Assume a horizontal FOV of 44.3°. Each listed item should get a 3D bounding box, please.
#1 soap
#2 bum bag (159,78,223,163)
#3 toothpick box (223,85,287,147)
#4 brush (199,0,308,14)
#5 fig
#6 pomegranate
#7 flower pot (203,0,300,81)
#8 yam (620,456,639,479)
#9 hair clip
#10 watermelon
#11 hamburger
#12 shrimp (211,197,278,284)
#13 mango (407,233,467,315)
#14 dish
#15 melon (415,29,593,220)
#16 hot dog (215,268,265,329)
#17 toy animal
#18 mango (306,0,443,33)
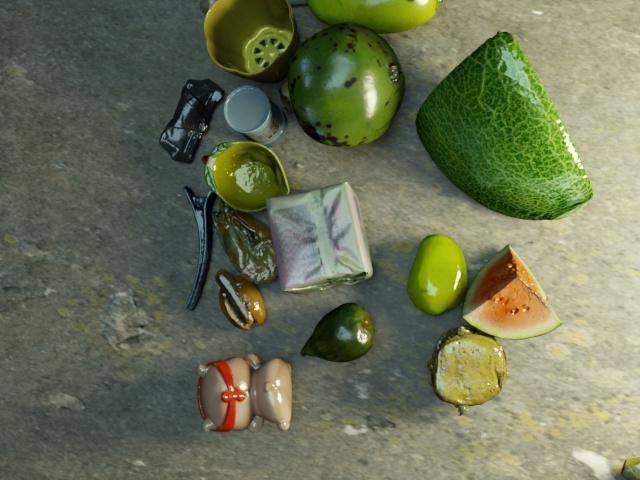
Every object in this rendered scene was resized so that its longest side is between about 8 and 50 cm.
[{"bbox_3d":[0.000,0.000,1.619,0.182,0.138,0.199,-13,82,9],"label":"soap"},{"bbox_3d":[-0.290,-0.270,1.750,0.087,0.049,0.197,25,90,-12],"label":"bum bag"},{"bbox_3d":[-0.135,-0.259,1.661,0.101,0.153,0.101,-1,85,12],"label":"toothpick box"},{"bbox_3d":[-0.125,-0.527,1.746,0.300,0.039,0.042,1,89,8],"label":"brush"},{"bbox_3d":[0.024,0.203,1.621,0.178,0.117,0.117,-25,81,19],"label":"fig"},{"bbox_3d":[0.036,-0.309,1.596,0.271,0.254,0.254,-14,83,22],"label":"pomegranate"},{"bbox_3d":[-0.126,-0.420,1.659,0.195,0.179,0.195,-1,86,13],"label":"flower pot"},{"bbox_3d":[0.644,0.456,1.487,0.146,0.070,0.069,36,93,13],"label":"yam"},{"bbox_3d":[-0.265,0.017,1.720,0.083,0.048,0.275,2,87,7],"label":"hair clip"},{"bbox_3d":[0.373,0.100,1.557,0.193,0.145,0.137,5,117,0],"label":"watermelon"},{"bbox_3d":[0.291,0.256,1.549,0.159,0.131,0.184,8,94,4],"label":"hamburger"},{"bbox_3d":[-0.157,-0.004,1.692,0.115,0.051,0.217,-31,79,-15],"label":"shrimp"},{"bbox_3d":[0.241,0.072,1.588,0.117,0.089,0.163,17,88,12],"label":"mango"},{"bbox_3d":[-0.152,-0.137,1.693,0.208,0.080,0.148,25,94,11],"label":"dish"},{"bbox_3d":[0.381,-0.190,1.532,0.343,0.226,0.331,55,136,11],"label":"melon"},{"bbox_3d":[-0.174,0.124,1.685,0.090,0.060,0.140,-22,78,4],"label":"hot dog"},{"bbox_3d":[-0.159,0.319,1.622,0.198,0.171,0.171,-3,85,4],"label":"toy animal"},{"bbox_3d":[0.109,-0.514,1.637,0.293,0.143,0.175,2,70,15],"label":"mango"}]
